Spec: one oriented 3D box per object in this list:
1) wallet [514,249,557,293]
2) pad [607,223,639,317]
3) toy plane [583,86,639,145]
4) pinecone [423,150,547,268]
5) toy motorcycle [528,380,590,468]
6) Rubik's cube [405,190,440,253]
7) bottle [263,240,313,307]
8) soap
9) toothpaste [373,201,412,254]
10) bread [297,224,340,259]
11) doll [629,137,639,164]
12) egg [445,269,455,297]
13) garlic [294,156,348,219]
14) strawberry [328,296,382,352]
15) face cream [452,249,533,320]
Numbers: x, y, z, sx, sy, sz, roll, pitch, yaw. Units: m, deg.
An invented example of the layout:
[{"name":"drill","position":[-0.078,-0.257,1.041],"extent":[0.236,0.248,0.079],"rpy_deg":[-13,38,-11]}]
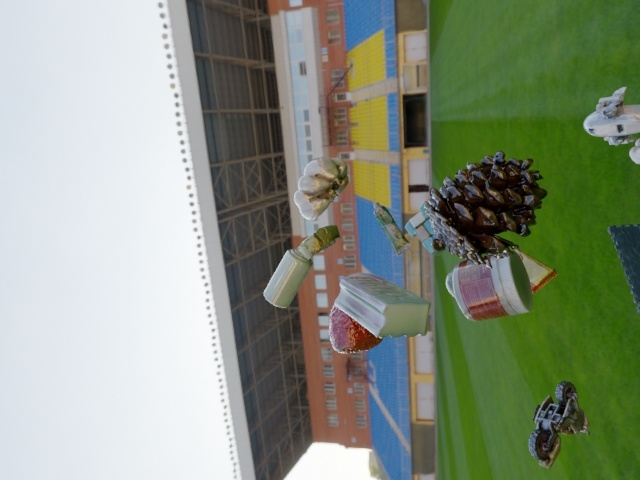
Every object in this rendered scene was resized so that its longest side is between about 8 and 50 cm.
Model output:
[{"name":"wallet","position":[0.906,0.129,1.917],"extent":[0.067,0.141,0.241],"rpy_deg":[47,-178,-26]},{"name":"pad","position":[0.796,0.080,0.946],"extent":[0.012,0.269,0.269],"rpy_deg":[95,170,-66]},{"name":"toy plane","position":[1.036,-0.418,1.468],"extent":[0.117,0.245,0.244],"rpy_deg":[-65,-22,-20]},{"name":"pinecone","position":[0.351,-0.065,0.938],"extent":[0.224,0.272,0.224],"rpy_deg":[48,-179,-1]},{"name":"toy motorcycle","position":[0.605,0.471,1.087],"extent":[0.229,0.094,0.129],"rpy_deg":[-41,-74,-28]},{"name":"Rubik's cube","position":[0.482,-0.080,1.727],"extent":[0.224,0.265,0.213],"rpy_deg":[12,-137,-60]},{"name":"bottle","position":[-0.101,0.111,1.513],"extent":[0.245,0.104,0.104],"rpy_deg":[-60,-5,15]},{"name":"soap","position":[0.191,0.205,1.445],"extent":[0.347,0.208,0.115],"rpy_deg":[26,109,62]},{"name":"toothpaste","position":[0.284,-0.058,1.773],"extent":[0.047,0.078,0.248],"rpy_deg":[23,-144,-58]},{"name":"bread","position":[0.000,0.000,1.363],"extent":[0.064,0.117,0.156],"rpy_deg":[57,-157,3]},{"name":"doll","position":[0.885,-0.268,1.017],"extent":[0.161,0.130,0.290],"rpy_deg":[-45,0,-18]},{"name":"egg","position":[0.600,0.185,1.776],"extent":[0.132,0.172,0.132],"rpy_deg":[-61,-7,-14]},{"name":"garlic","position":[0.004,-0.233,1.757],"extent":[0.281,0.203,0.184],"rpy_deg":[-45,-64,-18]},{"name":"strawberry","position":[0.145,0.336,1.733],"extent":[0.277,0.257,0.257],"rpy_deg":[-56,-34,-40]},{"name":"face cream","position":[0.546,0.146,1.376],"extent":[0.201,0.187,0.201],"rpy_deg":[27,-126,-44]}]
